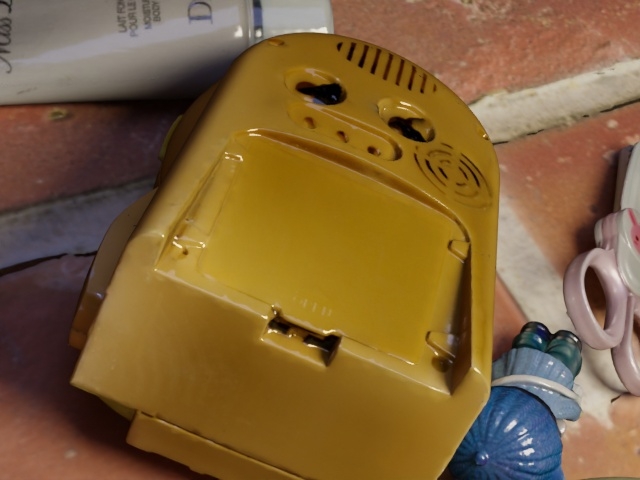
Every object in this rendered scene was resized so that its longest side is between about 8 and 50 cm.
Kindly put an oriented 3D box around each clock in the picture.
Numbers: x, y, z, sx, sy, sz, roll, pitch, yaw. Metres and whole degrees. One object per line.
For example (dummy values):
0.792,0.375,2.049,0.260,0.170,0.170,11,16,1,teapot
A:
0.000,0.000,0.799,0.244,0.200,0.317,26,43,-6,clock

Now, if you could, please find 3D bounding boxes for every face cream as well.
-0.148,-0.148,0.910,0.314,0.089,0.143,-3,57,-10,face cream

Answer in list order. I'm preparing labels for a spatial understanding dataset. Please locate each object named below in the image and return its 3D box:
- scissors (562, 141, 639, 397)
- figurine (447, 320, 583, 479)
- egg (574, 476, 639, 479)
0.233,0.004,0.958,0.118,0.030,0.242,45,41,-24,scissors
0.137,0.114,0.833,0.086,0.087,0.149,21,45,16,figurine
0.188,0.229,0.700,0.253,0.189,0.189,22,52,0,egg
